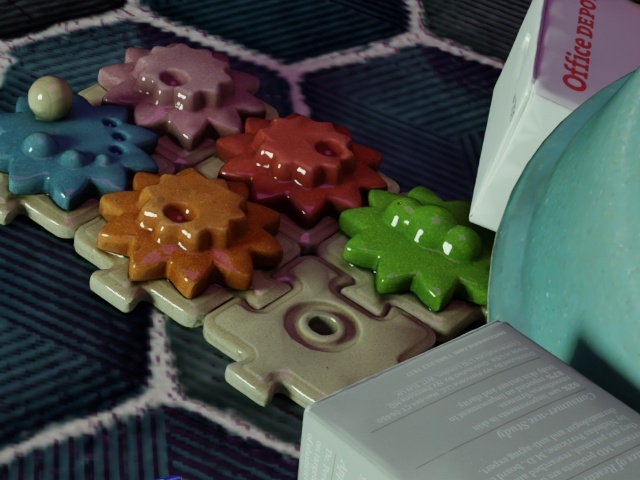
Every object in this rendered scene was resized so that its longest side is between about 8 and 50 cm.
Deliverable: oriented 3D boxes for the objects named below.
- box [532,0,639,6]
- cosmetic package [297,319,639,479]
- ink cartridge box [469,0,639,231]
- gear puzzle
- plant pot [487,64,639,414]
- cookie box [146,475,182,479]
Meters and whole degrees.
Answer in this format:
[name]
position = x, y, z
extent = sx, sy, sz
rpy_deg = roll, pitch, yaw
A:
[box]
position = 0.161, -0.123, 0.906
extent = 0.094, 0.137, 0.027
rpy_deg = 19, 78, 26
[cosmetic package]
position = 0.097, 0.142, 0.525
extent = 0.107, 0.127, 0.238
rpy_deg = -22, 43, -37
[ink cartridge box]
position = 0.178, -0.038, 0.814
extent = 0.191, 0.082, 0.139
rpy_deg = 21, 35, -2
[gear puzzle]
position = 0.000, 0.000, 0.770
extent = 0.339, 0.044, 0.175
rpy_deg = 32, 41, 25
[plant pot]
position = 0.272, -0.027, 0.563
extent = 0.341, 0.334, 0.341
rpy_deg = 8, 56, -13
[cookie box]
position = -0.075, 0.137, 0.524
extent = 0.092, 0.040, 0.107
rpy_deg = -14, 88, -31
